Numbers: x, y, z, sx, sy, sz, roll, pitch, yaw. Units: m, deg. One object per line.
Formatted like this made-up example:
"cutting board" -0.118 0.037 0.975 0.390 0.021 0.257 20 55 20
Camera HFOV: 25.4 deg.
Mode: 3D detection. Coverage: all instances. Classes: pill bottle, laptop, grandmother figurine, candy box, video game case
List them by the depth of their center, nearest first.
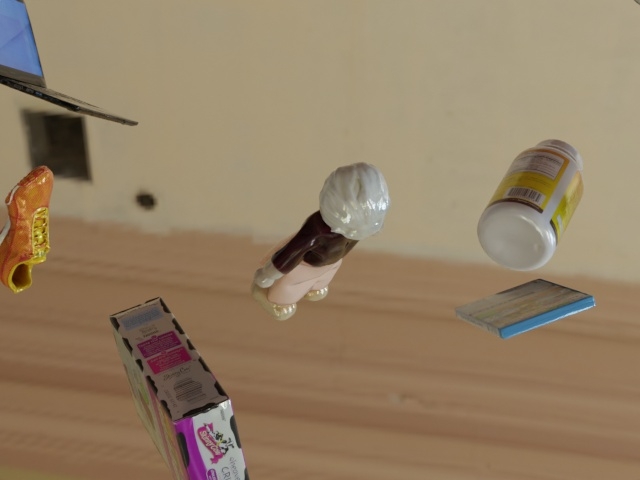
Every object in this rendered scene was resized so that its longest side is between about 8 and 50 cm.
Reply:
"candy box" -0.159 0.190 1.619 0.071 0.159 0.233 -21 -145 -16
"video game case" 0.241 0.080 1.696 0.119 0.015 0.166 -18 -171 -11
"grandmother figurine" 0.000 0.000 1.858 0.208 0.342 0.104 -38 -98 -30
"pill bottle" 0.316 -0.059 2.089 0.117 0.117 0.215 15 -139 19
"laptop" -0.413 -0.286 2.156 0.264 0.136 0.234 21 -175 14

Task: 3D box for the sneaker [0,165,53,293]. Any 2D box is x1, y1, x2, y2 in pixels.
"sneaker" -0.335 -0.014 1.655 0.067 0.175 0.064 38 -141 17

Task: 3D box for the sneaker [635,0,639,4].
"sneaker" 0.360 -0.308 1.598 0.283 0.122 0.110 30 -99 -4
